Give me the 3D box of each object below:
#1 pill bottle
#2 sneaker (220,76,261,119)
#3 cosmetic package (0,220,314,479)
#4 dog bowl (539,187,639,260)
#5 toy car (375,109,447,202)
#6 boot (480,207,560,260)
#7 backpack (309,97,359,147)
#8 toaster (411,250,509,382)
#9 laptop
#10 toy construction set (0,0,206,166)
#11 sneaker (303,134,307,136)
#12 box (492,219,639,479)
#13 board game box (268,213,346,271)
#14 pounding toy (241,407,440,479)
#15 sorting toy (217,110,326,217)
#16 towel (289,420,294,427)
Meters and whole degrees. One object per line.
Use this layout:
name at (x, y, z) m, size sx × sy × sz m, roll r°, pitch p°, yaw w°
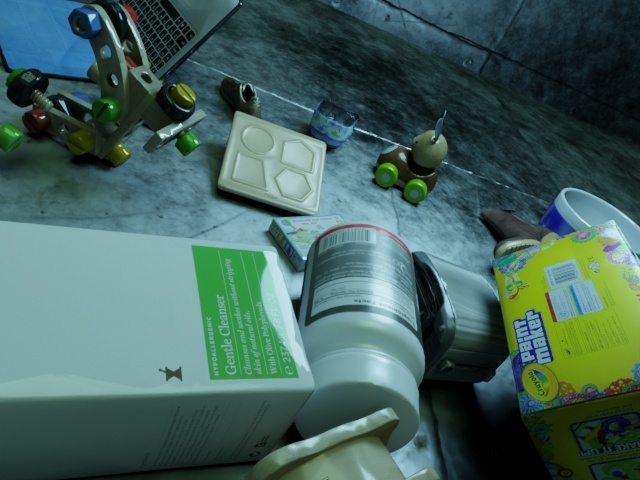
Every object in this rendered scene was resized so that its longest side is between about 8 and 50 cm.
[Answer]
pill bottle at (0.048, 0.114, 0.677) m, size 0.161 × 0.161 × 0.283 m, roll 21°, pitch 35°, yaw -10°
sneaker at (-0.172, -0.333, 1.195) m, size 0.066 × 0.071 × 0.188 m, roll 1°, pitch 43°, yaw -35°
cosmetic package at (-0.215, 0.105, 0.504) m, size 0.365 × 0.155 × 0.197 m, roll 6°, pitch 43°, yaw -29°
dog bowl at (0.712, -0.016, 1.371) m, size 0.264 × 0.104 × 0.265 m, roll 18°, pitch 35°, yaw -13°
toy car at (0.228, -0.209, 1.208) m, size 0.148 × 0.188 × 0.155 m, roll 29°, pitch 33°, yaw 2°
boot at (0.430, -0.007, 1.205) m, size 0.248 × 0.090 × 0.207 m, roll 1°, pitch 30°, yaw -32°
backpack at (0.026, -0.269, 1.239) m, size 0.104 × 0.084 × 0.114 m, roll 27°, pitch 29°, yaw 0°
toaster at (0.193, 0.115, 0.813) m, size 0.146 × 0.129 × 0.227 m, roll 17°, pitch 33°, yaw -22°
laptop at (-0.448, -0.518, 1.114) m, size 0.382 × 0.408 × 0.236 m, roll 54°, pitch 8°, yaw 33°
toy construction set at (-0.306, -0.206, 0.856) m, size 0.237 × 0.257 × 0.309 m, roll 42°, pitch 9°, yaw -10°
sneaker at (-0.056, -0.181, 1.089) m, size 0.161 × 0.057 × 0.075 m, roll -9°, pitch 43°, yaw -46°
box at (0.371, 0.182, 0.687) m, size 0.279 × 0.176 × 0.290 m, roll 58°, pitch 25°, yaw -23°
board game box at (0.000, 0.000, 0.915) m, size 0.154 × 0.026 × 0.103 m, roll -5°, pitch 46°, yaw -40°
pounding toy at (-0.002, 0.267, 0.444) m, size 0.269 × 0.154 × 0.155 m, roll -4°, pitch 45°, yaw -40°
sorting toy at (-0.087, -0.141, 1.000) m, size 0.192 × 0.038 × 0.208 m, roll 17°, pitch 52°, yaw -16°
towel at (-0.059, 0.186, 0.642) m, size 0.083 × 0.009 × 0.060 m, roll 34°, pitch 33°, yaw 9°
